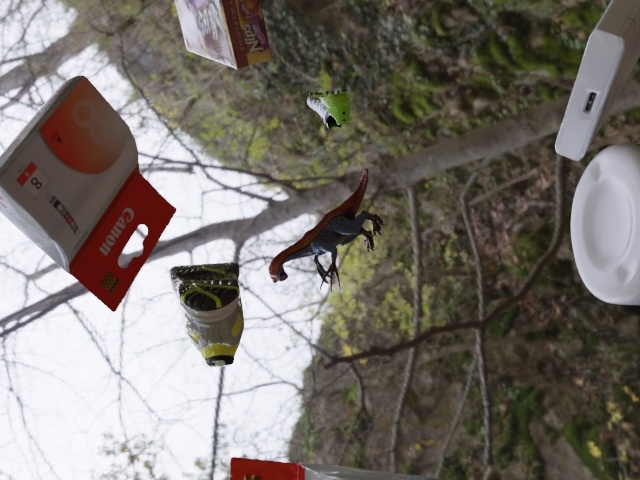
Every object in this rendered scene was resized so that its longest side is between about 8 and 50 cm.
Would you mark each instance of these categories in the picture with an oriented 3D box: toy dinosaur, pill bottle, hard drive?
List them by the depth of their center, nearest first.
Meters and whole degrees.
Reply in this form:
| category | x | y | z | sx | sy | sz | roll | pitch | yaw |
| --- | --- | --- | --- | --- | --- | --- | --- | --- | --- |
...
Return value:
| category | x | y | z | sx | sy | sz | roll | pitch | yaw |
| --- | --- | --- | --- | --- | --- | --- | --- | --- | --- |
| toy dinosaur | 0.000 | 0.000 | 0.536 | 0.082 | 0.047 | 0.090 | -5 | -111 | -18 |
| pill bottle | 0.531 | -0.017 | 0.969 | 0.360 | 0.204 | 0.204 | 2 | -113 | -9 |
| hard drive | 0.429 | -0.306 | 1.029 | 0.353 | 0.047 | 0.233 | -55 | -21 | -24 |

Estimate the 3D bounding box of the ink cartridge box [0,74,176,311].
| category | x | y | z | sx | sy | sz | roll | pitch | yaw |
| --- | --- | --- | --- | --- | --- | --- | --- | --- | --- |
| ink cartridge box | -0.211 | -0.041 | 0.718 | 0.179 | 0.045 | 0.145 | 50 | -133 | -31 |

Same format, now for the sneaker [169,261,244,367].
| category | x | y | z | sx | sy | sz | roll | pitch | yaw |
| --- | --- | --- | --- | --- | --- | --- | --- | --- | --- |
| sneaker | -0.221 | 0.130 | 1.475 | 0.385 | 0.145 | 0.147 | -117 | 22 | -78 |

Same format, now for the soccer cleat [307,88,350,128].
| category | x | y | z | sx | sy | sz | roll | pitch | yaw |
| --- | --- | --- | --- | --- | --- | --- | --- | --- | --- |
| soccer cleat | 0.014 | -0.255 | 1.478 | 0.060 | 0.179 | 0.072 | -9 | -78 | -14 |

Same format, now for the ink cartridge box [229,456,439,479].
| category | x | y | z | sx | sy | sz | roll | pitch | yaw |
| --- | --- | --- | --- | --- | --- | --- | --- | --- | --- |
| ink cartridge box | -0.005 | 0.517 | 1.198 | 0.091 | 0.384 | 0.308 | 14 | -104 | -64 |

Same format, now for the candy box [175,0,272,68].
| category | x | y | z | sx | sy | sz | roll | pitch | yaw |
| --- | --- | --- | --- | --- | --- | --- | --- | --- | --- |
| candy box | -0.130 | -0.287 | 0.958 | 0.053 | 0.186 | 0.109 | -21 | -61 | -20 |
